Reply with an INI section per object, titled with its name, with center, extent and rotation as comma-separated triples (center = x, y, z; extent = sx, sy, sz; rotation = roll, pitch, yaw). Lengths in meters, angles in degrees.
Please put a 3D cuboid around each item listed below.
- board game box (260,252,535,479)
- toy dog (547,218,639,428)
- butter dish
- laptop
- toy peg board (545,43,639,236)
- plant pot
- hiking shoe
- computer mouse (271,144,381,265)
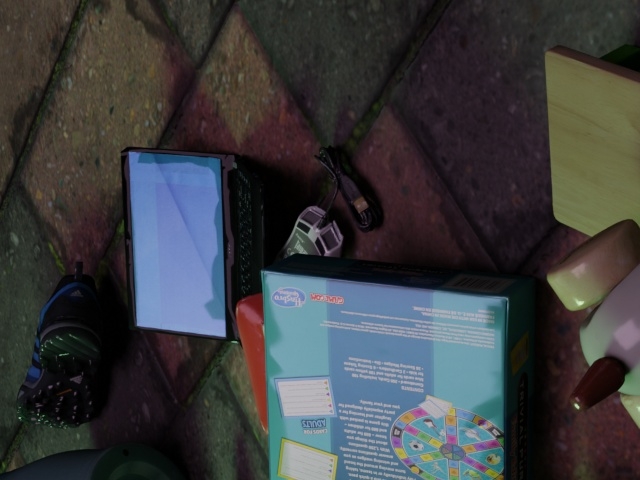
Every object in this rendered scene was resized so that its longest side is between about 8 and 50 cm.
[board game box]
center = 0.075, 0.192, 1.476
extent = 0.253, 0.079, 0.336
rotation = 6, 106, 27
[toy dog]
center = 0.290, 0.038, 1.087
extent = 0.220, 0.161, 0.334
rotation = 38, 131, 8
[butter dish]
center = 0.010, 0.112, 1.604
extent = 0.160, 0.118, 0.160
rotation = -9, 102, 14
[laptop]
center = -0.145, 0.025, 1.757
extent = 0.264, 0.136, 0.234
rotation = -132, 39, -71
[toy peg board]
center = 0.269, -0.074, 1.236
extent = 0.161, 0.079, 0.161
rotation = 30, 138, 46
[plant pot]
center = -0.302, 0.390, 2.001
extent = 0.255, 0.271, 0.272
rotation = -32, 73, 37
[hiking shoe]
center = -0.352, 0.163, 2.147
extent = 0.304, 0.113, 0.132
rotation = 122, 157, -52
[computer mouse]
center = 0.000, 0.000, 1.644
extent = 0.106, 0.042, 0.193
rotation = 50, 130, 27
